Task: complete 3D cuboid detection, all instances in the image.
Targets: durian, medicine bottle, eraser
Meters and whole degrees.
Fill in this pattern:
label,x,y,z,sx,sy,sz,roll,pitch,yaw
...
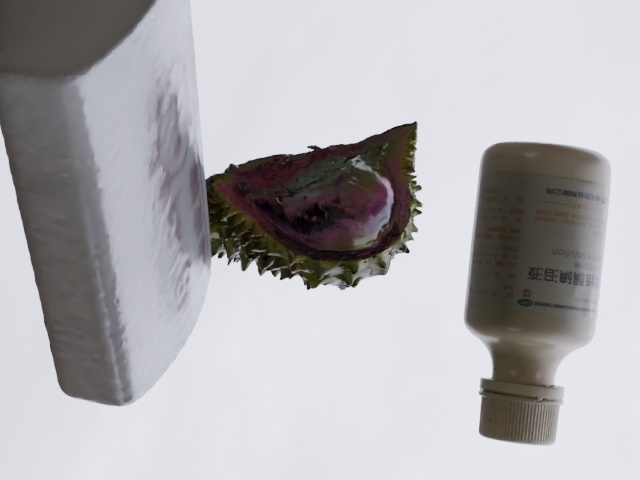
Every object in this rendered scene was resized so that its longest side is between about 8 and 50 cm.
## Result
label,x,y,z,sx,sy,sz,roll,pitch,yaw
durian,0.001,0.002,0.993,0.119,0.187,0.108,96,-28,-48
medicine bottle,0.180,0.046,1.135,0.114,0.114,0.252,4,-94,55
eraser,-0.124,-0.049,0.800,0.270,0.095,0.174,92,13,-46
